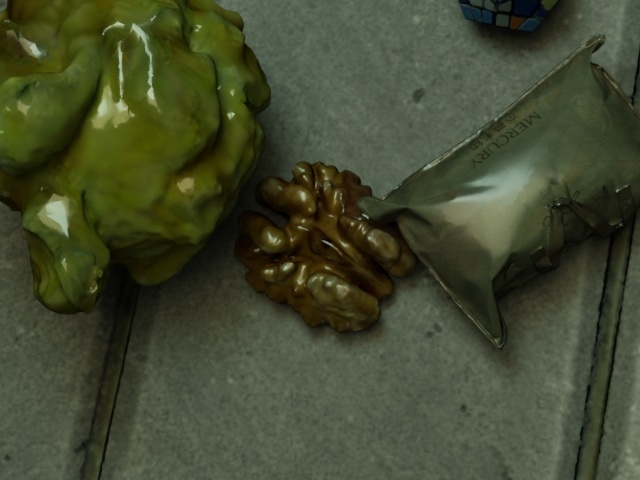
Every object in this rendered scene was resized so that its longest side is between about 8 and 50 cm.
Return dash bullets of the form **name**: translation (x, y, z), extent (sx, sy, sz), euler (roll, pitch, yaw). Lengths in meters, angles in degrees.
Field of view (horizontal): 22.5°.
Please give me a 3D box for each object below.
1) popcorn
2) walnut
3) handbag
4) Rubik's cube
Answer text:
- **popcorn**: translation (-0.180, -0.102, 1.418), extent (0.279, 0.274, 0.335), euler (-27, 43, -15)
- **walnut**: translation (0.000, 0.000, 1.465), extent (0.170, 0.069, 0.143), euler (31, 84, 19)
- **handbag**: translation (0.192, -0.041, 1.418), extent (0.270, 0.117, 0.182), euler (-36, 82, -4)
- **Rubik's cube**: translation (0.175, -0.243, 1.481), extent (0.093, 0.111, 0.111), euler (-15, 71, 35)
